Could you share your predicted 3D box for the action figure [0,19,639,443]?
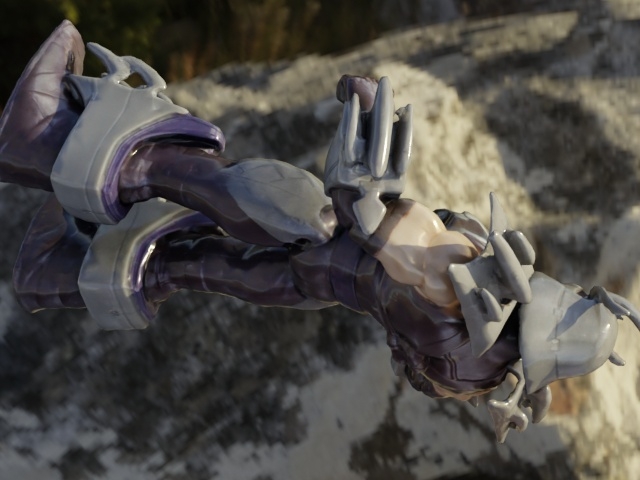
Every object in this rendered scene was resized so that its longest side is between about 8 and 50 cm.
[{"bbox_3d":[0.000,0.000,0.718,0.285,0.185,0.099,16,54,21],"label":"action figure"}]
